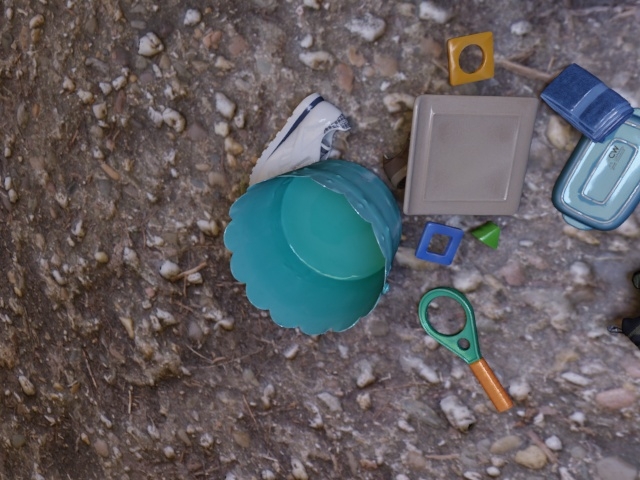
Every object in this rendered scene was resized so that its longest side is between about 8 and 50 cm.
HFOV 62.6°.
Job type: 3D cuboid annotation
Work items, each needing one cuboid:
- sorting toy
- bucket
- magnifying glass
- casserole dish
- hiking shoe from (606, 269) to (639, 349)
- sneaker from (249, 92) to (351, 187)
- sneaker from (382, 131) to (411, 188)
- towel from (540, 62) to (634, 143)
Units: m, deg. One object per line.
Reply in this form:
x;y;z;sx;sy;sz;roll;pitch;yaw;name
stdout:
0.221;-0.130;0.796;0.196;0.047;0.347;-1;113;-9;sorting toy
0.000;0.000;0.889;0.281;0.183;0.281;9;113;21;bucket
0.251;0.184;0.900;0.092;0.026;0.231;-37;81;28;magnifying glass
0.414;-0.099;0.756;0.114;0.037;0.188;31;111;20;casserole dish
0.488;0.054;0.709;0.114;0.086;0.226;37;99;41;hiking shoe
-0.045;-0.156;0.976;0.095;0.090;0.235;41;119;0;sneaker
0.178;-0.166;0.858;0.188;0.066;0.071;-38;64;21;sneaker
0.373;-0.195;0.742;0.067;0.029;0.119;-49;52;24;towel
